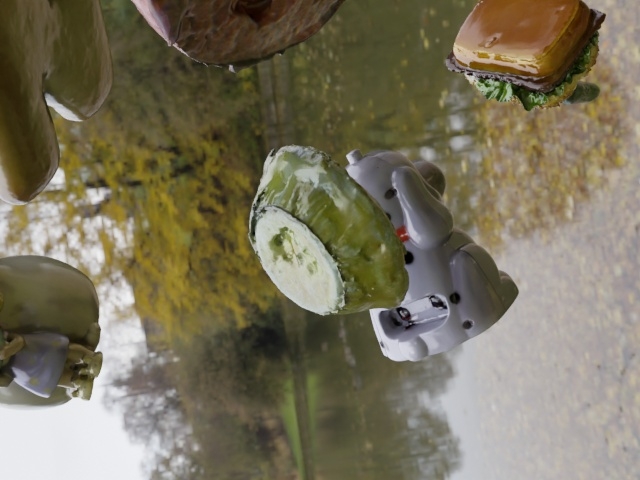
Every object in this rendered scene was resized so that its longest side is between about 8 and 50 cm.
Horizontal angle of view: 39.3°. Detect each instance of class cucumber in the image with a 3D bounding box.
[{"bbox_3d":[0.372,-0.217,1.312,0.155,0.037,0.037,-13,-84,-56],"label":"cucumber"}]

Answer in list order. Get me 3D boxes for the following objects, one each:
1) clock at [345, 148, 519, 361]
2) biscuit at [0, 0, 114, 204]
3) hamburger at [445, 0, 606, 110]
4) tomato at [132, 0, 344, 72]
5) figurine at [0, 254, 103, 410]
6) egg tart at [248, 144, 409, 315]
[{"bbox_3d":[0.105,-0.002,1.101,0.254,0.188,0.189,63,177,-6],"label":"clock"},{"bbox_3d":[-0.287,-0.204,0.898,0.291,0.062,0.237,91,-165,-46],"label":"biscuit"},{"bbox_3d":[0.221,-0.203,0.978,0.166,0.137,0.087,28,165,47],"label":"hamburger"},{"bbox_3d":[-0.027,-0.196,0.433,0.085,0.225,0.225,34,153,22],"label":"tomato"},{"bbox_3d":[-0.293,0.060,0.666,0.127,0.235,0.155,-63,33,18],"label":"figurine"},{"bbox_3d":[0.000,0.000,0.859,0.197,0.078,0.197,35,147,27],"label":"egg tart"}]
